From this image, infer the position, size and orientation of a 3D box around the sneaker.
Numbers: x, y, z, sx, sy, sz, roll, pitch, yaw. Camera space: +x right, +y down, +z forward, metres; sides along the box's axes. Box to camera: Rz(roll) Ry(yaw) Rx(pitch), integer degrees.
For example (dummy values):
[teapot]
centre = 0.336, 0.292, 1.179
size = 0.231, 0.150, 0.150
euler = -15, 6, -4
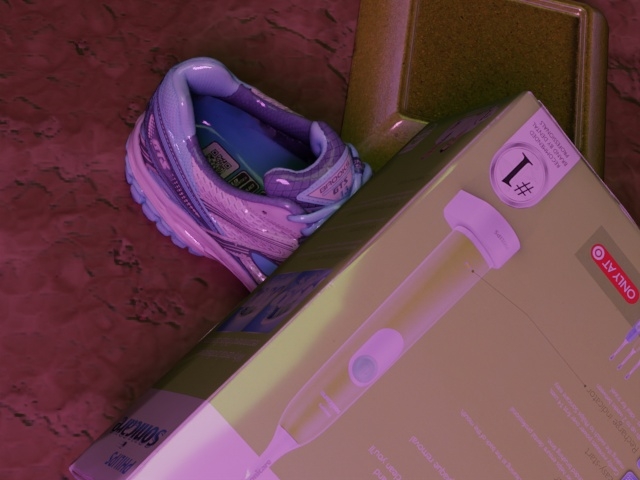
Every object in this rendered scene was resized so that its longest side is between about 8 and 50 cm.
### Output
[sneaker]
centre = 0.000, 0.000, 0.769
size = 0.283, 0.122, 0.110
euler = 36, 61, 7

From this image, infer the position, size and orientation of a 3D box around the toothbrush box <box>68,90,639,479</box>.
[toothbrush box]
centre = 0.051, 0.095, 0.669
size = 0.283, 0.122, 0.206
euler = -45, 102, -18

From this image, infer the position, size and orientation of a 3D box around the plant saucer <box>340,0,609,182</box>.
[plant saucer]
centre = 0.116, -0.113, 0.900
size = 0.188, 0.045, 0.188
euler = 12, 60, -6
